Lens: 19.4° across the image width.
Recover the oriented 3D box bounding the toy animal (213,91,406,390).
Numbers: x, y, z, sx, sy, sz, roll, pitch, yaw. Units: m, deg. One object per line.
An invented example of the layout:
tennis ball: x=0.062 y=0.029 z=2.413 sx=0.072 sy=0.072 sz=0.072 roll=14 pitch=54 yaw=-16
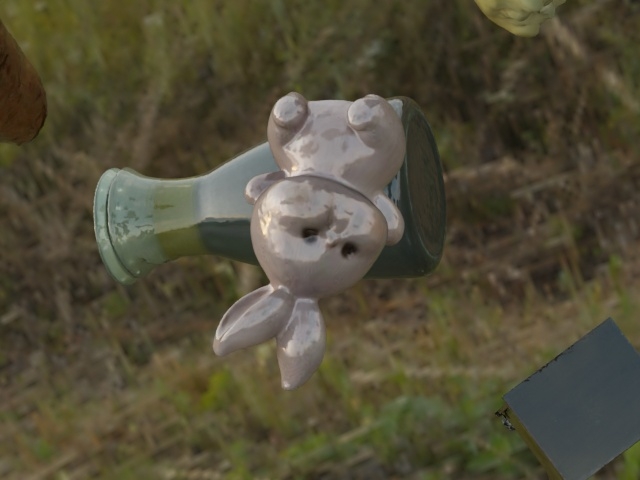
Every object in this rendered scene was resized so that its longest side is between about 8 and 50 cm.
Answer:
toy animal: x=0.000 y=-0.001 z=1.372 sx=0.124 sy=0.124 sz=0.212 roll=-2 pitch=64 yaw=32

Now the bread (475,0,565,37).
bread: x=0.110 y=-0.218 z=0.659 sx=0.183 sy=0.211 sz=0.224 roll=-32 pitch=1 yaw=-21

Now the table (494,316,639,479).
table: x=0.159 y=0.106 z=1.150 sx=0.083 sy=0.070 sz=0.082 roll=-36 pitch=-9 yaw=-10

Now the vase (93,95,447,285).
vase: x=-0.051 y=-0.032 z=1.806 sx=0.321 sy=0.173 sz=0.173 roll=-8 pitch=34 yaw=17

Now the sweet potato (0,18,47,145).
sweet potato: x=-0.250 y=-0.131 z=1.253 sx=0.097 sy=0.252 sz=0.097 roll=-9 pitch=64 yaw=20
